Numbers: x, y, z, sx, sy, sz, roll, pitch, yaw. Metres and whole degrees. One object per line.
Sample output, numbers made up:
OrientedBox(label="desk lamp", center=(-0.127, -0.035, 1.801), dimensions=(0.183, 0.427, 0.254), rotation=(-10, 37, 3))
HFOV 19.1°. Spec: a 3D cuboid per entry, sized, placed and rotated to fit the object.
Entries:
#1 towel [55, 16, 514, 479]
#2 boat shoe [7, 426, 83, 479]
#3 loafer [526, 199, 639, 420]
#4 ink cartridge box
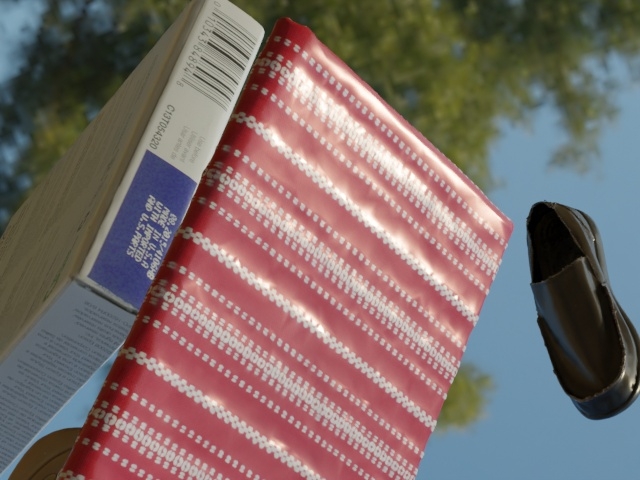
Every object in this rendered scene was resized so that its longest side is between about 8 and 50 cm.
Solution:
OrientedBox(label="towel", center=(-0.015, 0.062, 0.894), dimensions=(0.031, 0.199, 0.274), rotation=(5, -116, 45))
OrientedBox(label="boat shoe", center=(-0.147, 0.254, 1.124), dimensions=(0.103, 0.285, 0.092), rotation=(0, 173, 10))
OrientedBox(label="loafer", center=(0.215, 0.056, 1.648), dimensions=(0.080, 0.078, 0.220), rotation=(-32, -131, 22))
OrientedBox(label="ink cartridge box", center=(-0.185, 0.016, 1.415), dimensions=(0.330, 0.071, 0.324), rotation=(-45, -161, 42))
